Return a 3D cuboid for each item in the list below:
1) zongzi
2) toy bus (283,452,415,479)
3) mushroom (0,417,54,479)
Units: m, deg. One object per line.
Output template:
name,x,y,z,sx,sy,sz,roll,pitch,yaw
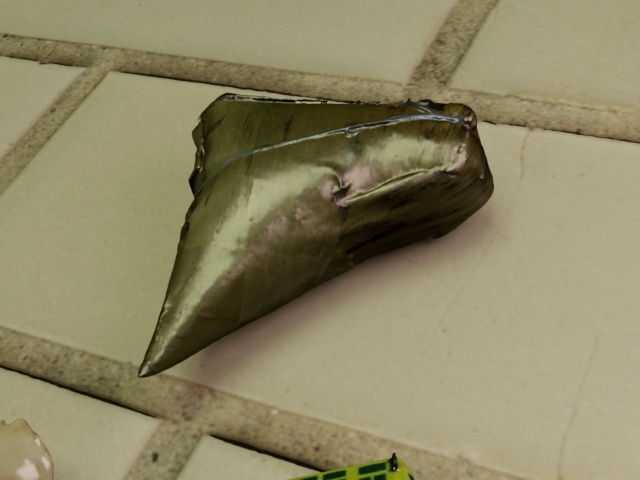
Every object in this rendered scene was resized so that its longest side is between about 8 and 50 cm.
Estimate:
zongzi,0.000,0.000,1.097,0.323,0.160,0.360,-1,45,18
toy bus,-0.031,0.263,0.844,0.262,0.128,0.150,-13,18,5
mushroom,-0.351,0.249,0.891,0.298,0.297,0.290,3,18,20
